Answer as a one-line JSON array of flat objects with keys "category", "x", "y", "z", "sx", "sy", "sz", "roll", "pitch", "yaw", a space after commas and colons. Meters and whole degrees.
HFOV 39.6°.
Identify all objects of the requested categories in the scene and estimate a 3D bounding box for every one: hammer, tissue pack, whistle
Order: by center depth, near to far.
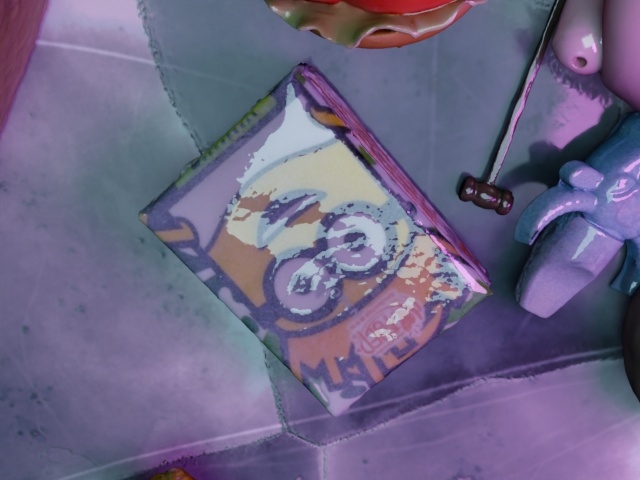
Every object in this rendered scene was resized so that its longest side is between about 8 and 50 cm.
[{"category": "tissue pack", "x": 0.000, "y": 0.000, "z": 0.950, "sx": 0.228, "sy": 0.128, "sz": 0.311, "roll": -41, "pitch": 98, "yaw": 12}, {"category": "whistle", "x": 0.303, "y": -0.034, "z": 0.952, "sx": 0.186, "sy": 0.093, "sz": 0.274, "roll": 23, "pitch": 108, "yaw": -30}, {"category": "hammer", "x": 0.226, "y": -0.170, "z": 0.956, "sx": 0.058, "sy": 0.029, "sz": 0.292, "roll": 19, "pitch": 102, "yaw": -4}]

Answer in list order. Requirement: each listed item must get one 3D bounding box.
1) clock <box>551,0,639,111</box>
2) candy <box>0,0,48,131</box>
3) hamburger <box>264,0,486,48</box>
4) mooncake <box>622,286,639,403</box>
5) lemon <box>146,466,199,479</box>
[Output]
[{"category": "clock", "x": 0.412, "y": -0.227, "z": 0.771, "sx": 0.342, "sy": 0.326, "sz": 0.184, "roll": 24, "pitch": 59, "yaw": -11}, {"category": "candy", "x": -0.408, "y": -0.146, "z": 0.906, "sx": 0.135, "sy": 0.179, "sz": 0.321, "roll": 27, "pitch": 102, "yaw": -2}, {"category": "hamburger", "x": 0.053, "y": -0.301, "z": 0.812, "sx": 0.274, "sy": 0.274, "sz": 0.212, "roll": -4, "pitch": 148, "yaw": 6}, {"category": "mooncake", "x": 0.462, "y": 0.117, "z": 0.953, "sx": 0.274, "sy": 0.135, "sz": 0.275, "roll": -1, "pitch": 109, "yaw": -3}, {"category": "lemon", "x": -0.179, "y": 0.381, "z": 1.022, "sx": 0.188, "sy": 0.188, "sz": 0.257, "roll": 3, "pitch": 100, "yaw": 2}]
